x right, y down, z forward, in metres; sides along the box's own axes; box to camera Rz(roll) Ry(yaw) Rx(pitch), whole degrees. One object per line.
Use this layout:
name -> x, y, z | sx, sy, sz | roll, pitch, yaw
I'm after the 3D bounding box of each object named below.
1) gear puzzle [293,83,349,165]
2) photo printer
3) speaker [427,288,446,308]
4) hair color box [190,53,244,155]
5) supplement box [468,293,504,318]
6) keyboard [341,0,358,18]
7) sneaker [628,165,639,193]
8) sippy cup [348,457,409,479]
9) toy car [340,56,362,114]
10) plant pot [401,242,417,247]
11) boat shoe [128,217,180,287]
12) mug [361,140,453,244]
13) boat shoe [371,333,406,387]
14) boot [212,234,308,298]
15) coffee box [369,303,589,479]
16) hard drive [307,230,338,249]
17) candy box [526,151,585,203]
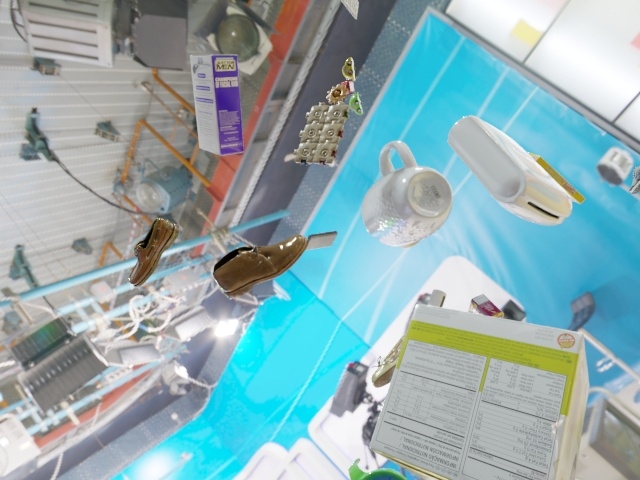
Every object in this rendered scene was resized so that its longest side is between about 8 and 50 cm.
gear puzzle -> 0.021, -0.419, 1.736 | 0.044, 0.175, 0.339 | 39, -117, -55
photo printer -> 0.486, -0.167, 1.213 | 0.256, 0.307, 0.107 | 15, -53, -37
speaker -> 0.421, 0.253, 1.774 | 0.055, 0.055, 0.136 | 87, -153, -67
hair color box -> -0.373, -0.494, 1.733 | 0.110, 0.185, 0.339 | -17, -63, -33
supplement box -> 0.441, 0.193, 1.277 | 0.043, 0.083, 0.055 | -19, -49, -18
keyboard -> 0.050, -0.805, 1.500 | 0.014, 0.072, 0.256 | -12, -25, 34
sneaker -> 1.082, -0.220, 1.613 | 0.052, 0.058, 0.135 | 2, -54, -26
sippy cup -> 0.242, 0.930, 1.718 | 0.240, 0.305, 0.224 | -16, -18, 8
toy car -> 0.135, -0.640, 2.071 | 0.225, 0.053, 0.239 | 65, -157, -45
plant pot -> 0.347, -0.128, 2.176 | 0.254, 0.239, 0.254 | -43, 30, 32
boat shoe -> -0.689, 0.042, 1.900 | 0.104, 0.111, 0.307 | 31, -85, -40
mug -> 0.309, -0.177, 1.735 | 0.276, 0.374, 0.328 | -18, -3, -13
boat shoe -> 0.305, 0.511, 2.029 | 0.285, 0.089, 0.104 | -33, -42, -30
boot -> -0.180, 0.055, 1.430 | 0.305, 0.112, 0.115 | -31, -61, 2
coffee box -> 0.361, 0.376, 1.028 | 0.337, 0.338, 0.334 | 49, -123, -46
hard drive -> 0.000, 0.000, 2.052 | 0.135, 0.022, 0.094 | -9, -33, -29
candy box -> 0.686, -0.188, 1.423 | 0.027, 0.206, 0.105 | -51, 16, 9
